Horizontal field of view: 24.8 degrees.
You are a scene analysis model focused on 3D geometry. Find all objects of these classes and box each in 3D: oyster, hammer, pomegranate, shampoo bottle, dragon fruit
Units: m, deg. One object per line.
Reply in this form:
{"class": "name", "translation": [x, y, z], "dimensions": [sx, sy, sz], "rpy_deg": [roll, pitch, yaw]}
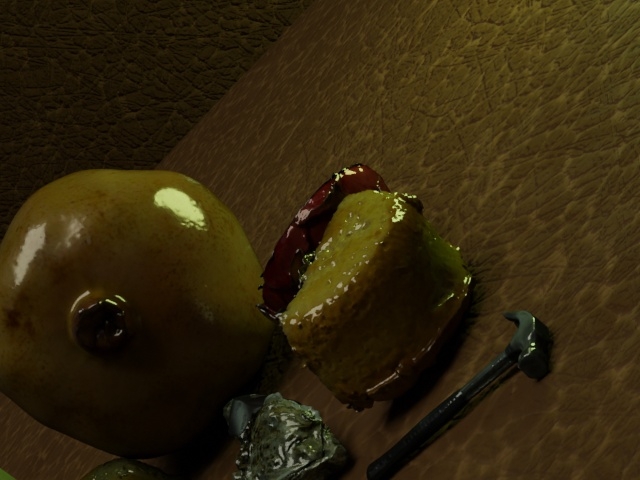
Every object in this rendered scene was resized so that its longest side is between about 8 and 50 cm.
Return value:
{"class": "oyster", "translation": [-0.040, 0.234, 1.603], "dimensions": [0.177, 0.064, 0.124], "rpy_deg": [41, 110, 57]}
{"class": "hammer", "translation": [0.128, 0.156, 1.409], "dimensions": [0.246, 0.029, 0.103], "rpy_deg": [-44, 17, 28]}
{"class": "pomegranate", "translation": [-0.270, 0.101, 1.969], "dimensions": [0.416, 0.417, 0.416], "rpy_deg": [-46, 16, 17]}
{"class": "shampoo bottle", "translation": [-0.074, 0.220, 1.778], "dimensions": [0.208, 0.057, 0.063], "rpy_deg": [171, 106, -69]}
{"class": "dragon fruit", "translation": [0.044, 0.034, 1.768], "dimensions": [0.223, 0.148, 0.218], "rpy_deg": [-58, -17, 10]}

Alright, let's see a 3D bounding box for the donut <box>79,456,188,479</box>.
{"class": "donut", "translation": [-0.287, 0.397, 1.889], "dimensions": [0.272, 0.107, 0.272], "rpy_deg": [-47, 17, 19]}

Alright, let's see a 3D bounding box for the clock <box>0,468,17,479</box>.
{"class": "clock", "translation": [-0.673, 0.451, 2.391], "dimensions": [0.286, 0.348, 0.117], "rpy_deg": [-46, 16, 19]}

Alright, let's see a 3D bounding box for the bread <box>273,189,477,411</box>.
{"class": "bread", "translation": [0.077, 0.048, 1.567], "dimensions": [0.147, 0.160, 0.260], "rpy_deg": [-29, 20, 40]}
